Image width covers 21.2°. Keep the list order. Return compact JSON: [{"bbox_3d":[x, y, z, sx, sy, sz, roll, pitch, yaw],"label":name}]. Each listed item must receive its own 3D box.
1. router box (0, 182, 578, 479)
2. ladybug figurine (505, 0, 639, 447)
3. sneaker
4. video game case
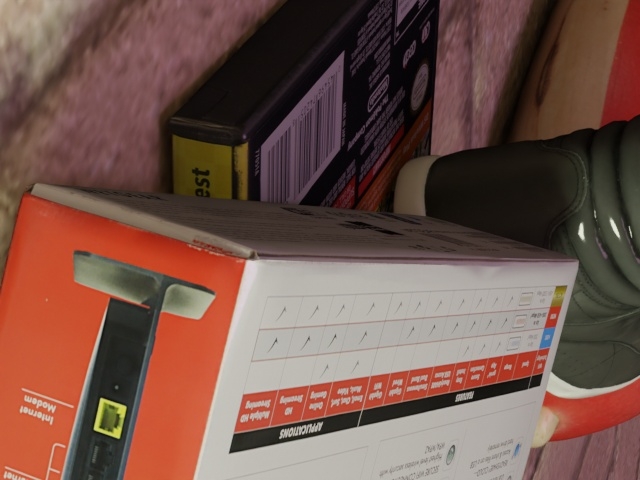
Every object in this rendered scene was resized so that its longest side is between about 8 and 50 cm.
[{"bbox_3d":[-0.021,0.139,0.646,0.335,0.082,0.301,3,102,-66],"label":"router box"},{"bbox_3d":[0.234,-0.036,1.309,0.305,0.162,0.449,73,34,-59],"label":"ladybug figurine"},{"bbox_3d":[0.170,0.016,0.909,0.296,0.147,0.104,27,59,-55],"label":"sneaker"},{"bbox_3d":[0.000,0.000,0.799,0.275,0.035,0.248,-54,151,-55],"label":"video game case"}]
